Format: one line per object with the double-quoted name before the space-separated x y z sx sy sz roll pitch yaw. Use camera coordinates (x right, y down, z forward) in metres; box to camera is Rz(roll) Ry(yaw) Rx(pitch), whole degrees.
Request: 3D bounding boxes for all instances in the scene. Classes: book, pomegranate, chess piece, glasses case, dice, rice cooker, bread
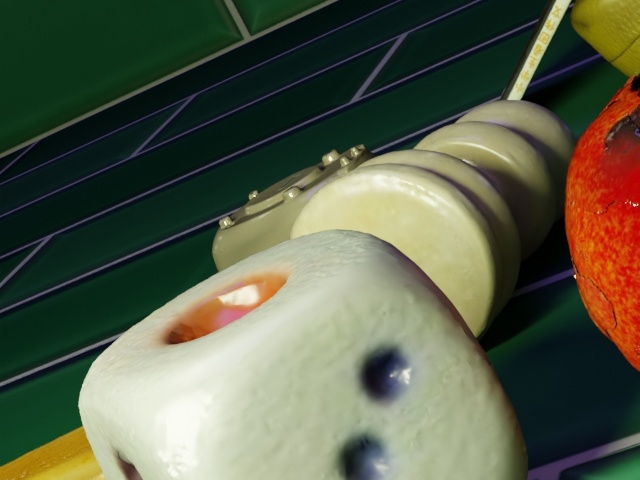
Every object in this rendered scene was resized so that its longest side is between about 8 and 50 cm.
"book" 0.241 -0.239 1.902 0.295 0.020 0.208 -65 -2 23
"pomegranate" 0.238 -0.013 1.048 0.210 0.210 0.235 -25 6 11
"chess piece" 0.113 -0.028 1.477 0.167 0.167 0.299 -19 12 34
"glasses case" 0.359 -0.269 1.879 0.173 0.141 0.371 -49 4 24
"dice" -0.012 0.115 1.083 0.193 0.192 0.194 -31 15 -20
"rice cooker" 0.000 0.000 1.633 0.206 0.127 0.145 -28 11 38
"bread" -0.186 0.188 1.410 0.239 0.074 0.092 -26 29 15
